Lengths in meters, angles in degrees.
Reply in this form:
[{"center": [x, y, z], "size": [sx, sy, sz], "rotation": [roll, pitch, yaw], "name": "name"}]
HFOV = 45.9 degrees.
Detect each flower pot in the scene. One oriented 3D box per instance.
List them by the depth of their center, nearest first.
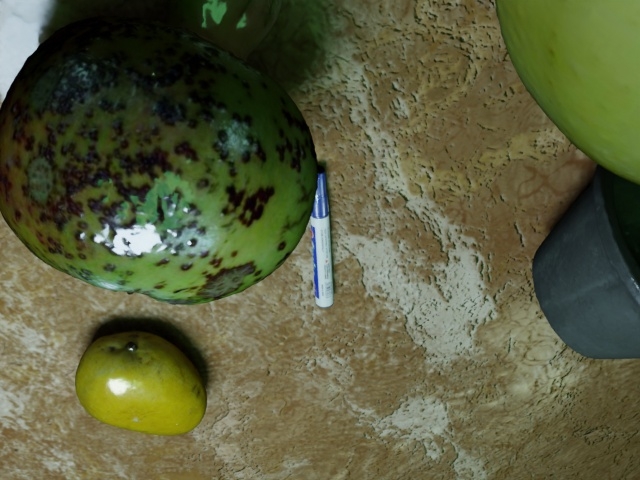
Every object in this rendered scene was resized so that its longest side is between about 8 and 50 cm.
[{"center": [0.359, 0.040, 0.877], "size": [0.269, 0.268, 0.166], "rotation": [22, 140, -24], "name": "flower pot"}]

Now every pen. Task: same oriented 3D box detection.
[{"center": [0.000, 0.000, 0.902], "size": [0.025, 0.025, 0.204], "rotation": [-7, 128, -4], "name": "pen"}]

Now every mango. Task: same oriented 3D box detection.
[{"center": [-0.225, 0.190, 0.971], "size": [0.137, 0.098, 0.195], "rotation": [-27, 135, 9], "name": "mango"}]

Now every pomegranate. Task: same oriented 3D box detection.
[{"center": [-0.129, -0.118, 0.664], "size": [0.285, 0.285, 0.340], "rotation": [20, 88, -23], "name": "pomegranate"}]

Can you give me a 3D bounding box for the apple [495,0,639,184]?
[{"center": [0.339, -0.231, 0.522], "size": [0.474, 0.473, 0.473], "rotation": [-5, 129, -6], "name": "apple"}]
